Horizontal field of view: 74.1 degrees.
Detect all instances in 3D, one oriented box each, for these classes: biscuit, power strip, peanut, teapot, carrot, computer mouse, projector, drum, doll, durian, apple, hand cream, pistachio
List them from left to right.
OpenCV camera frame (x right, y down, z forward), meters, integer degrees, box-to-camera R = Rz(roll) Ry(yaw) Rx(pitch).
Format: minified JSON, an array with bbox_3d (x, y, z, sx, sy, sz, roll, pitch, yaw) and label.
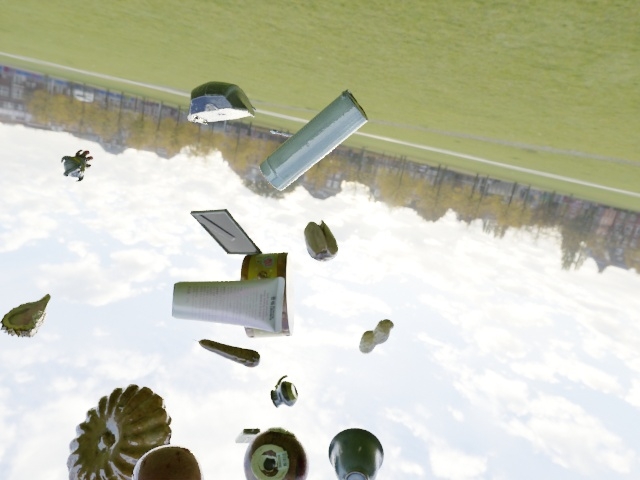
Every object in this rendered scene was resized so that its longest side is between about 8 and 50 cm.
[{"bbox_3d":[-1.005,0.267,1.478,0.140,0.079,0.224,1,-152,2],"label":"durian"},{"bbox_3d":[-0.961,-0.297,1.677,0.062,0.104,0.195,3,-146,-1],"label":"doll"},{"bbox_3d":[-0.564,0.557,1.163,0.325,0.326,0.107,21,161,32],"label":"biscuit"},{"bbox_3d":[-0.278,0.458,0.784,0.119,0.154,0.153,-12,-156,-30],"label":"apple"},{"bbox_3d":[-0.213,-0.297,0.906,0.126,0.071,0.231,-8,-170,5],"label":"computer mouse"},{"bbox_3d":[-0.374,0.441,1.688,0.298,0.078,0.078,26,-174,-26],"label":"carrot"},{"bbox_3d":[-0.301,0.200,1.378,0.358,0.186,0.118,5,178,-9],"label":"hand cream"},{"bbox_3d":[-0.302,0.813,1.763,0.076,0.169,0.028,10,-131,-20],"label":"power strip"},{"bbox_3d":[-0.246,0.266,2.057,0.214,0.432,0.431,-3,-167,0],"label":"drum"},{"bbox_3d":[-0.181,0.747,2.093,0.119,0.130,0.166,-24,-139,8],"label":"teapot"},{"bbox_3d":[-0.023,-0.285,1.226,0.108,0.337,0.108,45,-158,-24],"label":"projector"},{"bbox_3d":[0.000,0.000,1.735,0.129,0.131,0.206,-3,-130,-24],"label":"pistachio"},{"bbox_3d":[0.224,0.388,1.716,0.082,0.187,0.082,42,-160,-19],"label":"peanut"}]

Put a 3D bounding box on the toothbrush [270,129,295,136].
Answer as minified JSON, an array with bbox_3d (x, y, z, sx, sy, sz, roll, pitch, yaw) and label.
[{"bbox_3d":[-0.136,-0.427,1.698,0.019,0.013,0.193,-36,-139,-30],"label":"toothbrush"}]

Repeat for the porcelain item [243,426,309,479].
[{"bbox_3d":[-0.153,0.821,1.565,0.252,0.253,0.253,12,-167,-3],"label":"porcelain item"}]

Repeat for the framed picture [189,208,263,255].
[{"bbox_3d":[-0.460,-0.033,2.093,0.247,0.022,0.335,0,141,33],"label":"framed picture"}]

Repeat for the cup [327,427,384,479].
[{"bbox_3d":[0.119,0.763,1.427,0.199,0.199,0.150,13,-171,3],"label":"cup"}]
